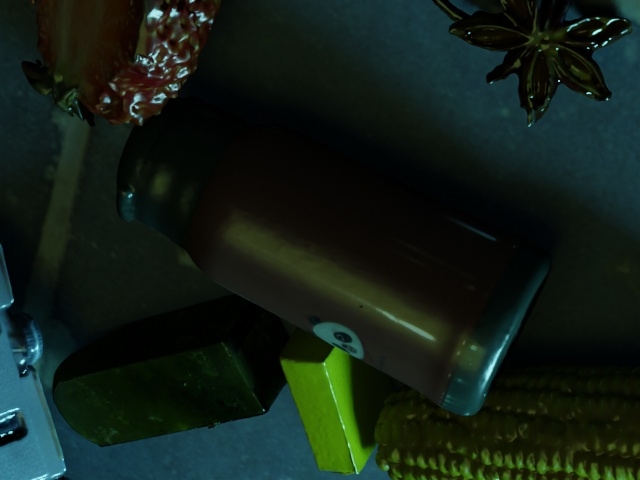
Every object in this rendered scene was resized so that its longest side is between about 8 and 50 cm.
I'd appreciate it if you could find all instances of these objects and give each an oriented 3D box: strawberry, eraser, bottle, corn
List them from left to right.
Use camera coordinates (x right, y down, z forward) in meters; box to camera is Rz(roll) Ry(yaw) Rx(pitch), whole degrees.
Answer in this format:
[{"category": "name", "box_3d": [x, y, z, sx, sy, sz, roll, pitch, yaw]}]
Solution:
[{"category": "strawberry", "box_3d": [-0.131, -0.194, 1.493, 0.236, 0.107, 0.175, -53, 54, 41]}, {"category": "bottle", "box_3d": [0.000, 0.000, 1.533, 0.336, 0.144, 0.144, 27, 132, 7]}, {"category": "eraser", "box_3d": [0.017, 0.117, 1.643, 0.045, 0.097, 0.122, 1, 125, 26]}, {"category": "corn", "box_3d": [0.210, 0.155, 1.558, 0.363, 0.120, 0.120, -3, 122, 29]}]

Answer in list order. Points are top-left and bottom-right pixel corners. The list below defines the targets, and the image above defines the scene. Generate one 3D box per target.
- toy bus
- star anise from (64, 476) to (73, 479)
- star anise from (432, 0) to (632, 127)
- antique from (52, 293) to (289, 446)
[{"category": "toy bus", "box_3d": [-0.297, 0.172, 1.759, 0.136, 0.109, 0.330, -11, 96, 57]}, {"category": "star anise", "box_3d": [-0.292, 0.240, 1.915, 0.180, 0.061, 0.204, -27, 107, 46]}, {"category": "star anise", "box_3d": [0.128, -0.158, 1.408, 0.190, 0.070, 0.097, 34, 105, 2]}, {"category": "antique", "box_3d": [-0.134, 0.115, 1.731, 0.221, 0.080, 0.081, -14, 115, 35]}]
